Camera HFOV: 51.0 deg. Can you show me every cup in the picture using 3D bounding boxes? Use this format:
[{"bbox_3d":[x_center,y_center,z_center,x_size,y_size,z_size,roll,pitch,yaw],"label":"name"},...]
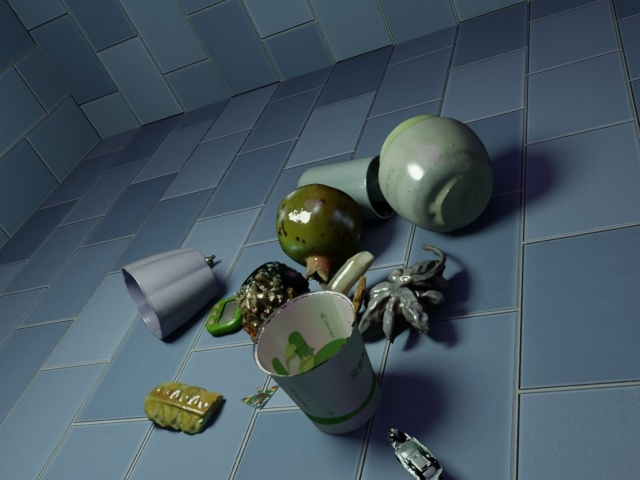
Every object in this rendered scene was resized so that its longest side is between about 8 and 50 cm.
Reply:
[{"bbox_3d":[0.081,-0.162,2.229,0.312,0.205,0.205,-5,38,37],"label":"cup"},{"bbox_3d":[0.012,0.292,1.555,0.253,0.274,0.253,-20,34,14],"label":"cup"}]

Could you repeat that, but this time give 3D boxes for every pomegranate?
[{"bbox_3d":[-0.012,-0.004,2.044,0.290,0.290,0.324,5,79,42],"label":"pomegranate"}]

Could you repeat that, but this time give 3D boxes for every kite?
[{"bbox_3d":[-0.159,0.411,1.768,0.122,0.004,0.090,-26,31,3],"label":"kite"}]

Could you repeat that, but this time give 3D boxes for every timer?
[{"bbox_3d":[-0.289,0.235,2.088,0.128,0.047,0.140,-16,33,22],"label":"timer"}]

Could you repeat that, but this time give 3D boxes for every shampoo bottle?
[{"bbox_3d":[0.335,-0.194,1.959,0.322,0.322,0.317,-26,38,4],"label":"shampoo bottle"}]

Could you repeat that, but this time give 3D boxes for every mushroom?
[{"bbox_3d":[0.074,0.117,1.885,0.209,0.071,0.084,-55,41,9],"label":"mushroom"}]

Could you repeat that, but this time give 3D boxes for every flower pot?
[{"bbox_3d":[-0.482,0.146,2.187,0.243,0.265,0.265,-32,30,-24],"label":"flower pot"}]

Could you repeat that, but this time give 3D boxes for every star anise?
[{"bbox_3d":[0.215,0.134,1.756,0.315,0.139,0.359,-30,22,-1],"label":"star anise"}]

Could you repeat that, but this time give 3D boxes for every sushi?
[{"bbox_3d":[-0.140,0.190,1.867,0.225,0.238,0.219,-13,36,56],"label":"sushi"}]

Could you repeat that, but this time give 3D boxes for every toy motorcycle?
[{"bbox_3d":[0.194,0.447,1.355,0.058,0.100,0.173,-35,35,-12],"label":"toy motorcycle"}]

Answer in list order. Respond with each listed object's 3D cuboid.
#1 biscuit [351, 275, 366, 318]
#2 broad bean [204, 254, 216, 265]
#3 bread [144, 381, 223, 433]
[{"bbox_3d":[0.094,0.184,1.796,0.027,0.133,0.184,17,42,5],"label":"biscuit"},{"bbox_3d":[-0.461,0.115,2.393,0.213,0.048,0.070,-30,32,2],"label":"broad bean"},{"bbox_3d":[-0.384,0.447,1.824,0.231,0.088,0.128,1,50,32],"label":"bread"}]
